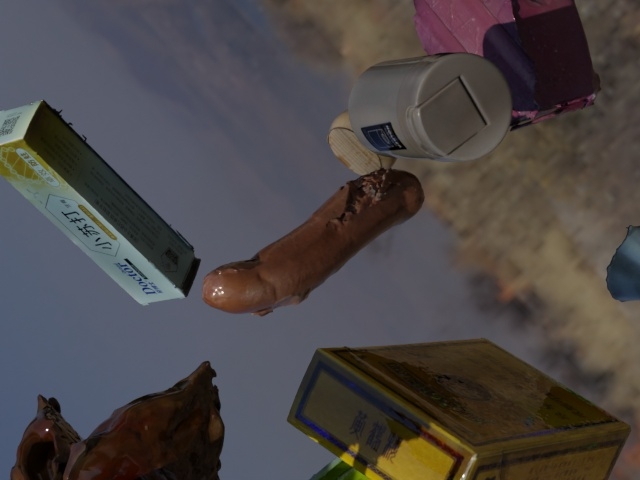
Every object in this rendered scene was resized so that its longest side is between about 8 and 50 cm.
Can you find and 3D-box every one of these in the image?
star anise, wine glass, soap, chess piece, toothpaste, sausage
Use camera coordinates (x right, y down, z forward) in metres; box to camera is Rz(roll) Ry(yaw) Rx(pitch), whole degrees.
[{"bbox_3d":[-0.179,0.245,1.282,0.148,0.346,0.237,11,-164,-33],"label":"star anise"},{"bbox_3d":[0.416,0.065,1.885,0.183,0.122,0.122,46,178,45],"label":"wine glass"},{"bbox_3d":[0.219,-0.256,2.038,0.289,0.112,0.182,55,150,27],"label":"soap"},{"bbox_3d":[0.048,-0.108,1.885,0.084,0.038,0.083,29,152,17],"label":"chess piece"},{"bbox_3d":[-0.270,-0.041,2.029,0.089,0.071,0.313,-11,136,36],"label":"toothpaste"},{"bbox_3d":[0.000,0.001,1.761,0.078,0.304,0.078,27,134,32],"label":"sausage"}]

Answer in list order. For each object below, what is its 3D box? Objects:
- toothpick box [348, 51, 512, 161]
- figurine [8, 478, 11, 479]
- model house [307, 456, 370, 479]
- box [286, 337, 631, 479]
[{"bbox_3d":[0.111,-0.137,1.751,0.111,0.111,0.181,47,167,-18],"label":"toothpick box"},{"bbox_3d":[-0.228,0.318,1.834,0.215,0.228,0.215,46,147,42],"label":"figurine"},{"bbox_3d":[0.009,0.430,1.637,0.313,0.358,0.242,51,172,35],"label":"model house"},{"bbox_3d":[0.137,0.173,1.598,0.193,0.084,0.301,30,-163,32],"label":"box"}]
